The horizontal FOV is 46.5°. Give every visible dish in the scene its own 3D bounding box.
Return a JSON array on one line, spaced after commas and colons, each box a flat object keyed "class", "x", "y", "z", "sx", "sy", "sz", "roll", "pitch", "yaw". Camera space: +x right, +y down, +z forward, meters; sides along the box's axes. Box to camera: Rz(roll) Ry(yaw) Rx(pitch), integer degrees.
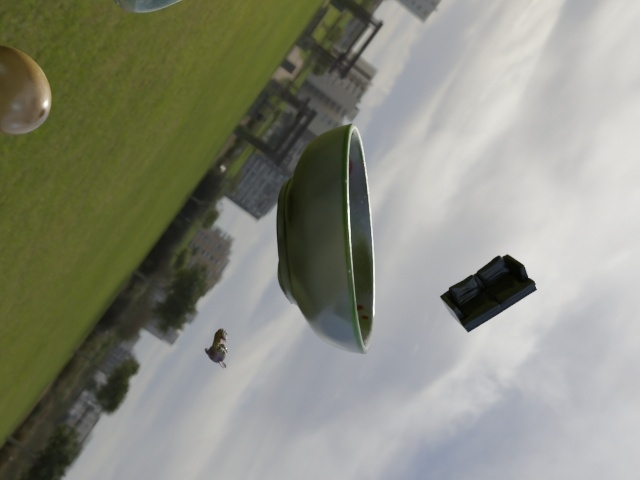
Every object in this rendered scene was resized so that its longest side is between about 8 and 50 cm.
[{"class": "dish", "x": 0.000, "y": 0.000, "z": 1.063, "sx": 0.324, "sy": 0.124, "sz": 0.324, "roll": -4, "pitch": 90, "yaw": -81}]

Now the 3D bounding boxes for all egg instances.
[{"class": "egg", "x": -0.294, "y": -0.138, "z": 0.700, "sx": 0.080, "sy": 0.096, "sz": 0.080, "roll": -40, "pitch": 159, "yaw": -19}]

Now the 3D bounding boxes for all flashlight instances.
[{"class": "flashlight", "x": -0.182, "y": 0.189, "z": 1.347, "sx": 0.031, "sy": 0.052, "sz": 0.110, "roll": -43, "pitch": -165, "yaw": 13}]

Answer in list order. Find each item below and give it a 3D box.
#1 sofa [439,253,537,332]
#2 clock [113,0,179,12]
[{"class": "sofa", "x": 0.289, "y": 0.086, "z": 1.292, "sx": 0.147, "sy": 0.060, "sz": 0.085, "roll": -31, "pitch": -156, "yaw": -1}, {"class": "clock", "x": -0.138, "y": -0.305, "z": 0.749, "sx": 0.191, "sy": 0.062, "sz": 0.151, "roll": -32, "pitch": -137, "yaw": -13}]
